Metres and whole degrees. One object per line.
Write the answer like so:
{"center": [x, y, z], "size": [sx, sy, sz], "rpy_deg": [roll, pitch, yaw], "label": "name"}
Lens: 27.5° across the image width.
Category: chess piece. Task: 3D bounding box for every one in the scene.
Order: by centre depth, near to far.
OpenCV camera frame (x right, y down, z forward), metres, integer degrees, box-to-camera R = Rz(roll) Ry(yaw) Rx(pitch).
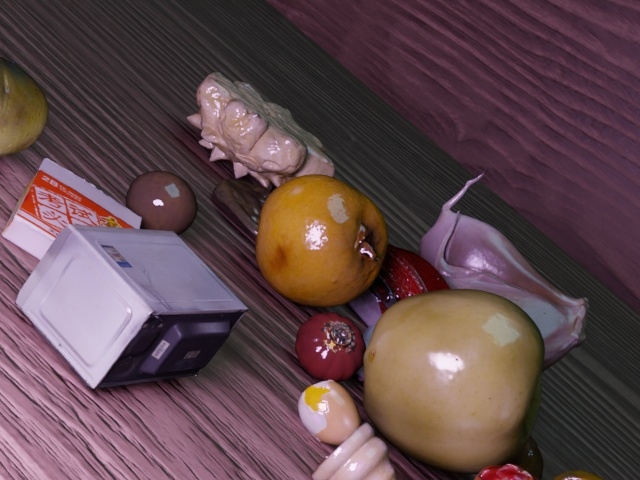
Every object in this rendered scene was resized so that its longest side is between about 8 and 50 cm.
{"center": [0.076, 0.303, 1.510], "size": [0.170, 0.094, 0.094], "rpy_deg": [48, 17, 10], "label": "chess piece"}

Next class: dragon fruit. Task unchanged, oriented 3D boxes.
{"center": [0.241, 0.342, 1.673], "size": [0.125, 0.125, 0.246], "rpy_deg": [29, 3, 5], "label": "dragon fruit"}

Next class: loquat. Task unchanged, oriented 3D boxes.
{"center": [0.000, 0.000, 1.977], "size": [0.208, 0.208, 0.208], "rpy_deg": [34, 16, -11], "label": "loquat"}

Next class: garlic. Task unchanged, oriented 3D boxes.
{"center": [0.275, 0.093, 2.246], "size": [0.340, 0.246, 0.231], "rpy_deg": [53, 28, 2], "label": "garlic"}

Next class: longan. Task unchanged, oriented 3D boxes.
{"center": [-0.225, -0.053, 1.847], "size": [0.113, 0.092, 0.113], "rpy_deg": [23, 12, -5], "label": "longan"}

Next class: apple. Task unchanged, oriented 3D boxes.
{"center": [0.182, 0.189, 1.757], "size": [0.262, 0.262, 0.262], "rpy_deg": [34, 16, -11], "label": "apple"}

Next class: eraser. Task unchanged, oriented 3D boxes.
{"center": [-0.309, -0.018, 1.662], "size": [0.157, 0.038, 0.230], "rpy_deg": [33, 16, -14], "label": "eraser"}

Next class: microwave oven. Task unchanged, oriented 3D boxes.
{"center": [-0.208, 0.077, 1.446], "size": [0.163, 0.129, 0.205], "rpy_deg": [46, 18, 22], "label": "microwave oven"}

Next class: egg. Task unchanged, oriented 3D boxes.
{"center": [0.013, 0.217, 1.626], "size": [0.083, 0.071, 0.071], "rpy_deg": [52, 21, 25], "label": "egg"}

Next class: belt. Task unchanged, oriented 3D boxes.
{"center": [0.122, 0.085, 2.129], "size": [0.201, 0.128, 0.124], "rpy_deg": [48, 18, 30], "label": "belt"}

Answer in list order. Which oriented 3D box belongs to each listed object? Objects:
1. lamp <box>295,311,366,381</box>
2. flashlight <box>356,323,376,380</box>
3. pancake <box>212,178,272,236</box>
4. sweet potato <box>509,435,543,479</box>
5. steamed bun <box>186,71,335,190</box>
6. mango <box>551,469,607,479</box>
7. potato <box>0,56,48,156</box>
{"center": [0.014, 0.146, 1.797], "size": [0.101, 0.090, 0.101], "rpy_deg": [13, 53, -18], "label": "lamp"}
{"center": [0.076, 0.167, 1.950], "size": [0.093, 0.047, 0.200], "rpy_deg": [39, 13, 5], "label": "flashlight"}
{"center": [-0.070, -0.029, 2.189], "size": [0.242, 0.050, 0.242], "rpy_deg": [33, 17, -11], "label": "pancake"}
{"center": [0.295, 0.318, 1.973], "size": [0.078, 0.058, 0.255], "rpy_deg": [15, 24, -15], "label": "sweet potato"}
{"center": [-0.113, -0.177, 2.371], "size": [0.292, 0.137, 0.295], "rpy_deg": [35, 10, -5], "label": "steamed bun"}
{"center": [0.352, 0.399, 1.698], "size": [0.167, 0.130, 0.262], "rpy_deg": [60, 14, -16], "label": "mango"}
{"center": [-0.446, -0.180, 1.640], "size": [0.169, 0.143, 0.248], "rpy_deg": [55, 21, 21], "label": "potato"}
